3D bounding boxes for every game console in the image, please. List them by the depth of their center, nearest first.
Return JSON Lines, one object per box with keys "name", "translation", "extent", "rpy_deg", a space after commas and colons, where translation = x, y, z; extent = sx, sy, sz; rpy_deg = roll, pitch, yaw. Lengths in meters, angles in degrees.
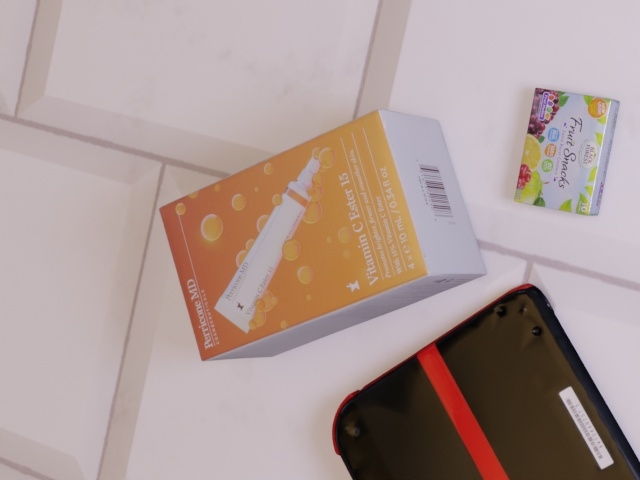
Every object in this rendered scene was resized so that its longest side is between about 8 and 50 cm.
{"name": "game console", "translation": [0.217, 0.296, 1.932], "extent": [0.342, 0.060, 0.387], "rpy_deg": [-34, 73, 19]}

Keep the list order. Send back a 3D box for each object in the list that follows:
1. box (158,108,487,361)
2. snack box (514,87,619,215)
{"name": "box", "translation": [0.000, 0.000, 1.993], "extent": [0.345, 0.168, 0.215], "rpy_deg": [-23, 78, 28]}
{"name": "snack box", "translation": [0.296, -0.107, 1.898], "extent": [0.100, 0.037, 0.141], "rpy_deg": [12, 95, 29]}
